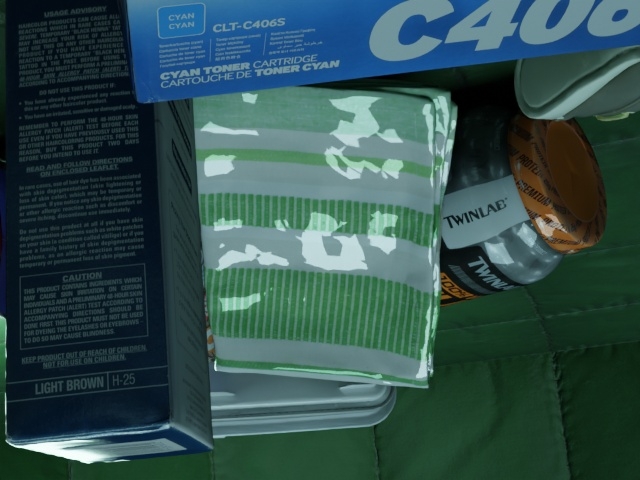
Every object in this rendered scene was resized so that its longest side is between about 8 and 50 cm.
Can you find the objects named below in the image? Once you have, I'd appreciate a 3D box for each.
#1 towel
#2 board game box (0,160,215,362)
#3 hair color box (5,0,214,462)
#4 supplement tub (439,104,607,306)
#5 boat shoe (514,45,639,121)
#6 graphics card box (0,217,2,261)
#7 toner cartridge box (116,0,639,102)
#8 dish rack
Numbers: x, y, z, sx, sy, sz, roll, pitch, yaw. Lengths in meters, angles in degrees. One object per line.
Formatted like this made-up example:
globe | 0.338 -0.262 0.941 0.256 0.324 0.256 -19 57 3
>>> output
towel | 0.000 0.000 0.890 0.247 0.038 0.325 3 119 8
board game box | -0.222 0.026 1.001 0.232 0.141 0.291 18 180 39
hair color box | -0.148 -0.026 0.659 0.105 0.347 0.174 -5 162 0
supplement tub | 0.130 -0.026 0.994 0.316 0.194 0.193 -20 157 39
boat shoe | 0.278 -0.172 0.727 0.091 0.109 0.305 3 167 -25
graphics card box | -0.461 -0.070 0.747 0.371 0.094 0.233 -2 144 -16
toner cartridge box | 0.071 -0.164 0.465 0.347 0.075 0.165 -9 154 -12
dish rack | -0.058 0.108 1.218 0.332 0.286 0.072 0 158 -16
